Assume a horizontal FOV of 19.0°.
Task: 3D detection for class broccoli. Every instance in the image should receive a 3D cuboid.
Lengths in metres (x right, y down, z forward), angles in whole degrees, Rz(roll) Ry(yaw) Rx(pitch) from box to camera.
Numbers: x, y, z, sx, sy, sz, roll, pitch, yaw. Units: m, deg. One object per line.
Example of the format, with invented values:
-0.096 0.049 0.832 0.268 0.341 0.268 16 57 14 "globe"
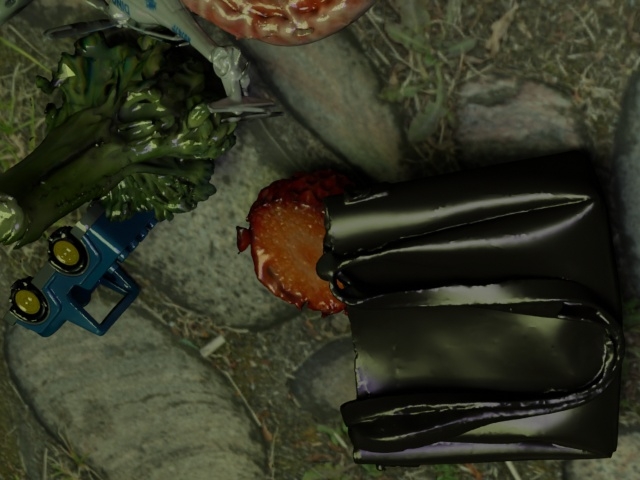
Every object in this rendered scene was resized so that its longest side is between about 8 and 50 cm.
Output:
-0.170 -0.071 1.674 0.198 0.275 0.177 -1 116 15 "broccoli"

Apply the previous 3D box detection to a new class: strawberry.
0.000 0.000 1.747 0.145 0.086 0.145 12 121 21 "strawberry"

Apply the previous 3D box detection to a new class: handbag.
0.132 0.073 1.668 0.257 0.113 0.285 -6 118 2 "handbag"

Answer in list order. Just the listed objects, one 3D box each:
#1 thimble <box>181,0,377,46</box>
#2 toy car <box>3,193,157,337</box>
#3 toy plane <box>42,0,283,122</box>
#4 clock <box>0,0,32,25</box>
-0.026 -0.285 1.524 0.239 0.162 0.239 6 109 16 "thimble"
-0.222 0.029 1.866 0.100 0.097 0.191 42 128 -3 "toy car"
-0.139 -0.201 1.619 0.182 0.273 0.107 1 121 -18 "toy plane"
-0.352 -0.300 1.712 0.199 0.146 0.243 -16 117 34 "clock"
